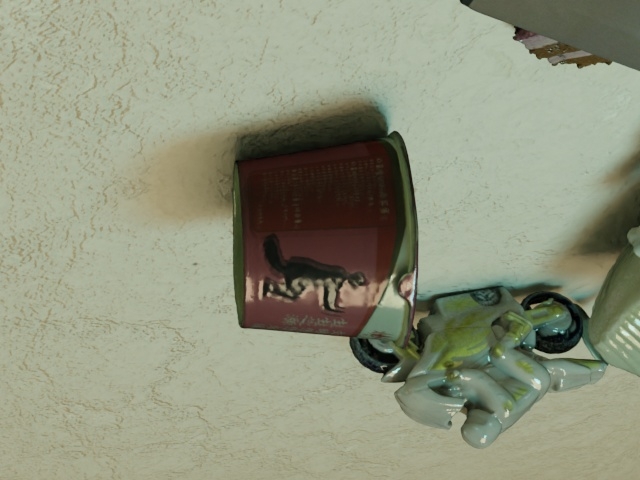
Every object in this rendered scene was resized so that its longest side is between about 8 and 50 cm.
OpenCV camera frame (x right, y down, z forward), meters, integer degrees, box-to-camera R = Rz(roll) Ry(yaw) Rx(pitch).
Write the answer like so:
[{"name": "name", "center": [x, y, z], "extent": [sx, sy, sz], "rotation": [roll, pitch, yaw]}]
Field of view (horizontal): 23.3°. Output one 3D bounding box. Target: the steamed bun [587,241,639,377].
[{"name": "steamed bun", "center": [0.522, 0.036, 1.947], "extent": [0.247, 0.236, 0.383], "rotation": [27, 148, -13]}]

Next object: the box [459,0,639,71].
[{"name": "box", "center": [0.268, -0.255, 1.259], "extent": [0.252, 0.153, 0.188], "rotation": [18, 149, -7]}]

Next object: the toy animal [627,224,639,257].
[{"name": "toy animal", "center": [0.454, -0.087, 1.781], "extent": [0.138, 0.141, 0.282], "rotation": [16, 145, 6]}]

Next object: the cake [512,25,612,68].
[{"name": "cake", "center": [0.323, -0.244, 1.498], "extent": [0.295, 0.113, 0.116], "rotation": [-22, 150, 40]}]

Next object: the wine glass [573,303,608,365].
[{"name": "wine glass", "center": [0.475, 0.083, 2.171], "extent": [0.231, 0.103, 0.103], "rotation": [-28, 151, 20]}]

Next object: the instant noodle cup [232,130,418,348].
[{"name": "instant noodle cup", "center": [0.000, 0.000, 1.643], "extent": [0.178, 0.235, 0.235], "rotation": [-1, 152, -6]}]

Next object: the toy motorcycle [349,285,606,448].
[{"name": "toy motorcycle", "center": [0.218, 0.170, 2.075], "extent": [0.340, 0.223, 0.108], "rotation": [-8, 148, -19]}]
